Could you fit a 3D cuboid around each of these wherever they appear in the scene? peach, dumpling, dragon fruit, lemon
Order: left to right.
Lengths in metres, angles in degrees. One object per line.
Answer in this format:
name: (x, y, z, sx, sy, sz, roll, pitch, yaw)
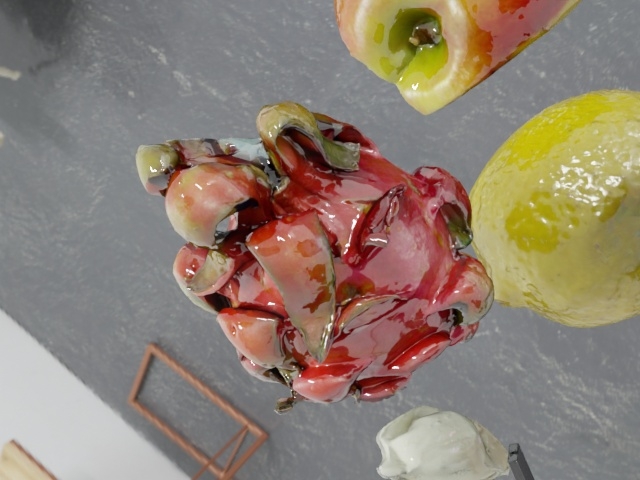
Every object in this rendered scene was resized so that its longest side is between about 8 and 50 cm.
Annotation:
dragon fruit: (0.008, 0.016, 0.570, 0.228, 0.307, 0.243, -29, 83, 21)
dumpling: (0.171, 0.299, 1.011, 0.199, 0.136, 0.118, 1, 137, -16)
peach: (0.196, -0.356, 0.827, 0.242, 0.380, 0.306, 48, 137, -5)
lemon: (0.307, -0.041, 0.777, 0.310, 0.253, 0.253, -38, 89, 2)

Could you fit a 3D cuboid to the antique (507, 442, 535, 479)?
antique: (0.274, 0.339, 0.886, 0.015, 0.031, 0.192, -15, 113, 29)
